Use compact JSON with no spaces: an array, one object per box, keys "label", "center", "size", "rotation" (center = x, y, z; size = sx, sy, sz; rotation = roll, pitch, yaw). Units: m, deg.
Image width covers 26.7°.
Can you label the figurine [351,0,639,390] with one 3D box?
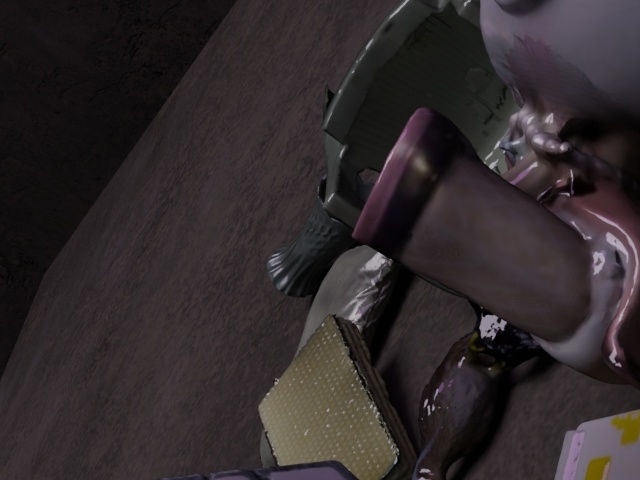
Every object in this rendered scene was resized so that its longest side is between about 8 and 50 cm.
[{"label":"figurine","center":[0.194,-0.098,0.741],"size":[0.253,0.211,0.361],"rotation":[24,-92,-62]}]

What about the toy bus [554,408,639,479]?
[{"label":"toy bus","center":[0.199,0.106,0.570],"size":[0.226,0.074,0.081],"rotation":[-24,39,52]}]

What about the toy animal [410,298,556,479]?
[{"label":"toy animal","center":[0.103,0.111,0.936],"size":[0.105,0.070,0.202],"rotation":[-146,80,-84]}]

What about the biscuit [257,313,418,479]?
[{"label":"biscuit","center":[0.011,0.158,1.081],"size":[0.121,0.040,0.199],"rotation":[-51,30,17]}]

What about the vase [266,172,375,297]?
[{"label":"vase","center":[0.000,0.000,1.401],"size":[0.149,0.081,0.081],"rotation":[-49,19,45]}]

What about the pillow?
[{"label":"pillow","center":[0.006,0.106,1.233],"size":[0.229,0.051,0.128],"rotation":[-66,14,-14]}]

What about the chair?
[{"label":"chair","center":[0.112,-0.099,1.077],"size":[0.203,0.190,0.275],"rotation":[-54,9,24]}]

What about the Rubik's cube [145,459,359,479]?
[{"label":"Rubik's cube","center":[-0.037,0.268,0.678],"size":[0.319,0.264,0.319],"rotation":[-53,18,25]}]
